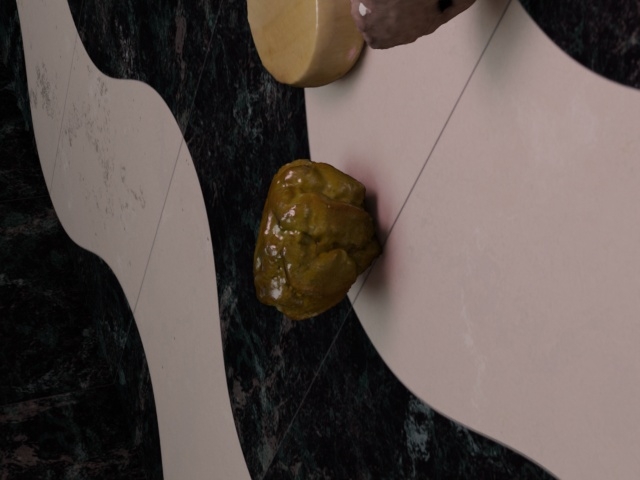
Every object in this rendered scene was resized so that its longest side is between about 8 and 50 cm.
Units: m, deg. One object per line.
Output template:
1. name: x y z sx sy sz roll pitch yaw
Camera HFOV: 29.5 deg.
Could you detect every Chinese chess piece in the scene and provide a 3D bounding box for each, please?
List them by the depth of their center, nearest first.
1. Chinese chess piece: -0.021 -0.358 1.850 0.251 0.097 0.251 32 127 56

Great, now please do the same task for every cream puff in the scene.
1. cream puff: -0.016 -0.005 1.841 0.244 0.196 0.244 24 118 59

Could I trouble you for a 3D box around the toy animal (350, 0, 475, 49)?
1. toy animal: 0.126 -0.402 1.383 0.188 0.226 0.358 -119 19 -46
